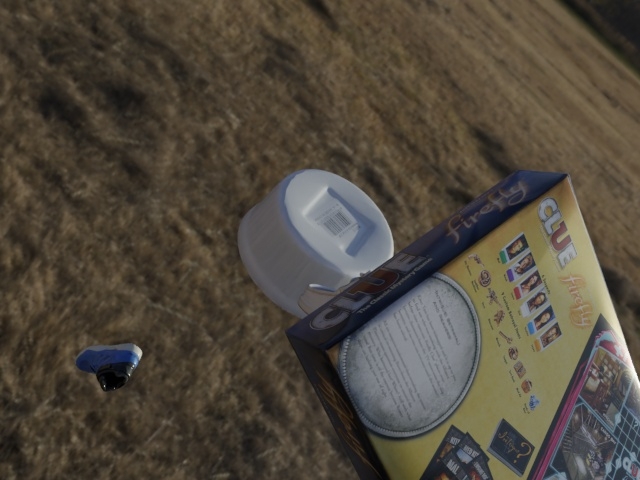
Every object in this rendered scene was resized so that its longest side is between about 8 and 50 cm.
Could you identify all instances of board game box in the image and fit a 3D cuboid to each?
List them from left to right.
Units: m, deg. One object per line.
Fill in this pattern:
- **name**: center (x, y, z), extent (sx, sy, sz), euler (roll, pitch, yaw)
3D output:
- **board game box**: center (0.103, 0.107, 0.457), extent (0.042, 0.165, 0.243), euler (14, -47, 60)

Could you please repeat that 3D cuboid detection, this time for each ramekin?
- **ramekin**: center (0.000, 0.000, 1.533), extent (0.277, 0.135, 0.277), euler (22, 42, -22)

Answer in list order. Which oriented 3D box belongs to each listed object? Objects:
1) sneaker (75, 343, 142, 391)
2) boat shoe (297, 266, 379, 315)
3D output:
- **sneaker**: center (-0.418, 0.248, 1.600), extent (0.084, 0.152, 0.058), euler (-74, 147, -45)
- **boat shoe**: center (0.081, 0.082, 1.138), extent (0.098, 0.096, 0.277), euler (3, 7, -45)
